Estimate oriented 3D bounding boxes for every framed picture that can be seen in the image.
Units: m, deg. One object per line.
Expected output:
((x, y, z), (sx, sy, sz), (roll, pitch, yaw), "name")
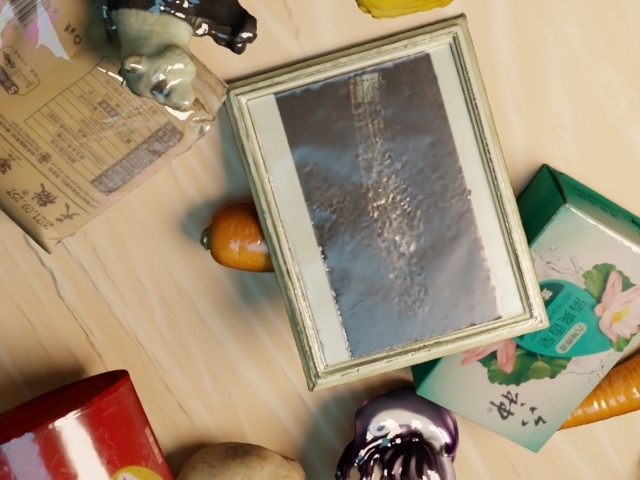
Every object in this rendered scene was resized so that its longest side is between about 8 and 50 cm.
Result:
((0.059, -0.030, 1.092), (0.231, 0.018, 0.293), (-16, 94, 4), "framed picture")

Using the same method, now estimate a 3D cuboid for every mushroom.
((-0.073, 0.282, 1.256), (0.166, 0.127, 0.166), (16, 117, 34), "mushroom")

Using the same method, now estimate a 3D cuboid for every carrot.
((0.316, 0.148, 1.256), (0.271, 0.062, 0.066), (-35, 148, 18), "carrot")
((0.000, 0.000, 1.145), (0.225, 0.067, 0.067), (4, 118, -7), "carrot")

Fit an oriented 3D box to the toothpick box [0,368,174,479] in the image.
((-0.211, 0.314, 1.161), (0.204, 0.204, 0.333), (-22, 94, 8), "toothpick box")

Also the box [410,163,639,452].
((0.213, 0.070, 1.183), (0.153, 0.092, 0.244), (27, 113, -17), "box")

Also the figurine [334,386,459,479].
((0.085, 0.260, 1.234), (0.145, 0.145, 0.222), (0, 93, -4), "figurine")

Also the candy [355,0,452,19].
((0.043, -0.289, 0.886), (0.118, 0.260, 0.259), (-14, 119, 11), "candy")

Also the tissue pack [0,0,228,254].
((-0.235, -0.140, 1.020), (0.215, 0.123, 0.256), (-34, 114, 15), "tissue pack")

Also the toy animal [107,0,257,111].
((-0.109, -0.210, 0.952), (0.121, 0.094, 0.225), (2, 87, -13), "toy animal")
